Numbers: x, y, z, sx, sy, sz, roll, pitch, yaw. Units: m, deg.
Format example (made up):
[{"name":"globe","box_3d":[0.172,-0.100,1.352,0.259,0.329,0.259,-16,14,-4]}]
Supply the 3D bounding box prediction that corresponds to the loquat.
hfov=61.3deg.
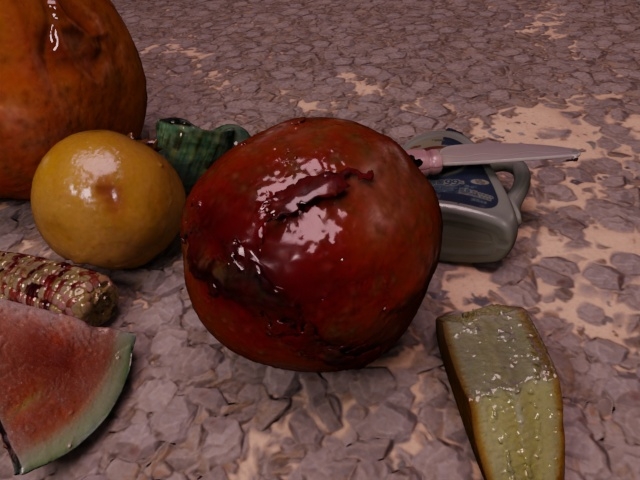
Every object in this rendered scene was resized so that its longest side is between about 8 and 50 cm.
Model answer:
[{"name":"loquat","box_3d":[-0.297,-0.058,0.771,0.208,0.208,0.208,-3,40,2]}]

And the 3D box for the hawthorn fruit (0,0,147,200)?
[{"name":"hawthorn fruit","box_3d":[-0.531,-0.304,0.916,0.472,0.471,0.471,-3,40,2]}]

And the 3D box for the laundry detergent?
[{"name":"laundry detergent","box_3d":[0.212,-0.092,0.840,0.215,0.105,0.280,8,40,19]}]

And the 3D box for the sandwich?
[{"name":"sandwich","box_3d":[0.186,0.144,0.575,0.094,0.096,0.258,-10,38,3]}]

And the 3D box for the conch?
[{"name":"conch","box_3d":[-0.185,-0.140,0.902,0.188,0.176,0.121,-10,79,-38]}]

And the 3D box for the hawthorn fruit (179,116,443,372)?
[{"name":"hawthorn fruit","box_3d":[-0.012,0.012,0.609,0.316,0.315,0.315,-3,40,2]}]

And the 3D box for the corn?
[{"name":"corn","box_3d":[-0.393,0.061,0.732,0.254,0.086,0.086,12,43,19]}]

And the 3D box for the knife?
[{"name":"knife","box_3d":[0.194,-0.116,0.771,0.336,0.043,0.081,-4,32,-3]}]

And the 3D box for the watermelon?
[{"name":"watermelon","box_3d":[-0.331,0.148,0.583,0.136,0.202,0.207,-38,32,22]}]
